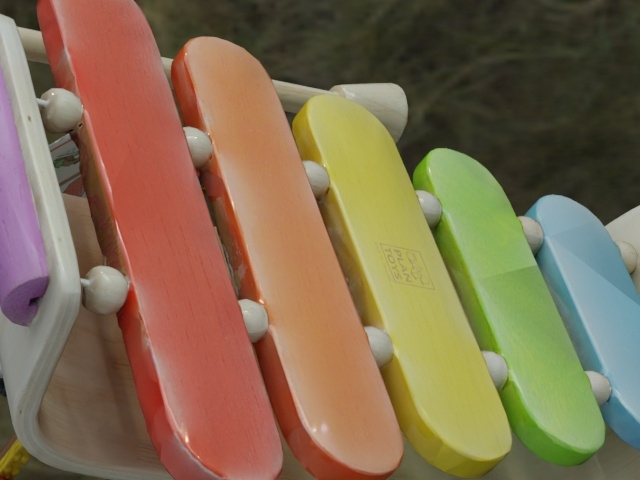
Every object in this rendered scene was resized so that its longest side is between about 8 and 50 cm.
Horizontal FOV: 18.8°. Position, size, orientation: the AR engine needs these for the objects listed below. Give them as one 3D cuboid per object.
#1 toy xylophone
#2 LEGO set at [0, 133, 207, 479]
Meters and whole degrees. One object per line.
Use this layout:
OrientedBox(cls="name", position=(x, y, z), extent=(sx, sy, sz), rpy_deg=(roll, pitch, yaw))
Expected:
OrientedBox(cls="toy xylophone", position=(0.000, 0.000, 0.677), extent=(0.081, 0.322, 0.236), rpy_deg=(-48, 53, 33))
OrientedBox(cls="LEGO set", position=(-0.118, 0.050, 0.753), extent=(0.060, 0.244, 0.182), rpy_deg=(37, 138, 22))
